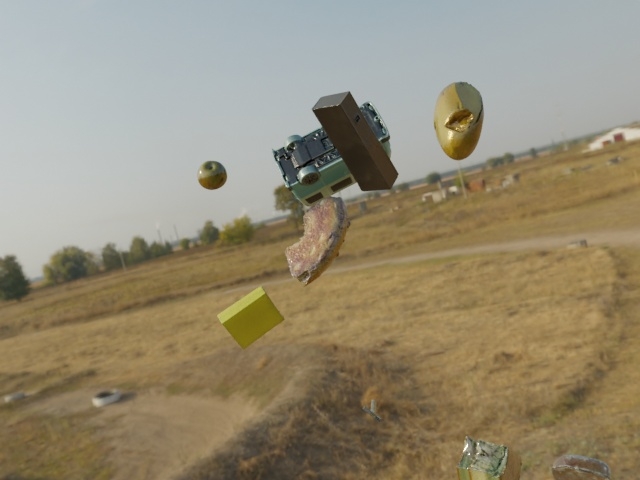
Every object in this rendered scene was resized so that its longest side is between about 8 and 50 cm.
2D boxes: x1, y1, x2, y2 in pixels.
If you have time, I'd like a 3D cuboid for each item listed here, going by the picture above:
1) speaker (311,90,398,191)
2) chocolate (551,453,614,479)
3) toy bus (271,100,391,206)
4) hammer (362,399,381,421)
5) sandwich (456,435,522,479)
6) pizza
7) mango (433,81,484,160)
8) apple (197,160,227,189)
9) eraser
[{"bbox_3d":[0.071,-0.195,1.293,0.082,0.218,0.044,-1,45,44],"label":"speaker"},{"bbox_3d":[0.730,0.650,1.743,0.157,0.254,0.080,2,45,39],"label":"chocolate"},{"bbox_3d":[0.040,-0.202,1.571,0.272,0.133,0.164,-27,-31,5],"label":"toy bus"},{"bbox_3d":[0.160,0.515,1.985,0.013,0.062,0.199,-54,-6,1],"label":"hammer"},{"bbox_3d":[0.526,0.767,2.051,0.155,0.227,0.198,1,-28,35],"label":"sandwich"},{"bbox_3d":[0.000,0.000,1.885,0.161,0.305,0.085,7,-27,36],"label":"pizza"},{"bbox_3d":[0.371,-0.318,1.727,0.130,0.167,0.262,11,38,-1],"label":"mango"},{"bbox_3d":[-0.321,-0.192,1.902,0.090,0.089,0.074,-15,-34,-12],"label":"apple"},{"bbox_3d":[-0.158,0.176,1.474,0.122,0.097,0.045,-36,33,-5],"label":"eraser"}]
